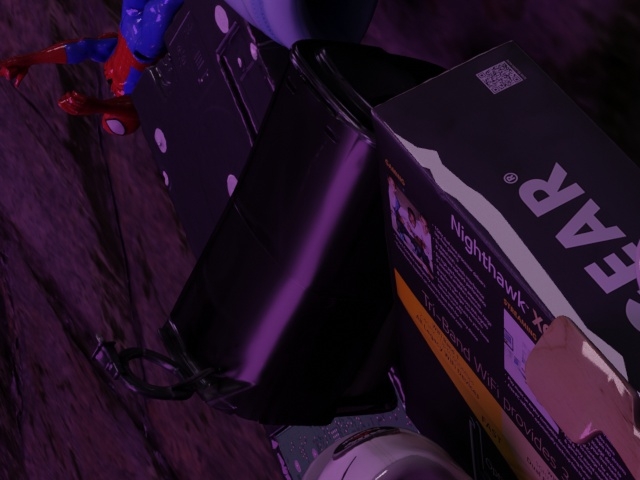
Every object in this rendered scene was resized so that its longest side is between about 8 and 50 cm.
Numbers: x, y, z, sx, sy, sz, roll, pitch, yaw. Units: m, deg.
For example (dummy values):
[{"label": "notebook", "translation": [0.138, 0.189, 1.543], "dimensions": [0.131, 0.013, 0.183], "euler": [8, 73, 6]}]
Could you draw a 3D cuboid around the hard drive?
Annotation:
[{"label": "hard drive", "translation": [-0.009, 0.007, 1.139], "dimensions": [0.339, 0.064, 0.237], "euler": [68, 156, 11]}]

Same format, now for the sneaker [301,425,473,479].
[{"label": "sneaker", "translation": [0.087, 0.237, 0.812], "dimensions": [0.330, 0.122, 0.146], "euler": [59, 172, 5]}]

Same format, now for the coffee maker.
[{"label": "coffee maker", "translation": [0.000, 0.000, 0.913], "dimensions": [0.120, 0.171, 0.178], "euler": [36, 120, 21]}]

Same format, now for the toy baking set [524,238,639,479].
[{"label": "toy baking set", "translation": [0.182, 0.054, 0.599], "dimensions": [0.256, 0.030, 0.197], "euler": [-31, 57, 38]}]

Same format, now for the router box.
[{"label": "router box", "translation": [0.140, 0.097, 0.798], "dimensions": [0.309, 0.081, 0.243], "euler": [52, 162, 36]}]

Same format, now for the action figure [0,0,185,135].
[{"label": "action figure", "translation": [-0.153, -0.147, 1.262], "dimensions": [0.091, 0.139, 0.280], "euler": [63, 157, 23]}]

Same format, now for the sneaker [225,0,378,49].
[{"label": "sneaker", "translation": [0.034, -0.210, 0.844], "dimensions": [0.150, 0.135, 0.366], "euler": [47, 154, 8]}]
